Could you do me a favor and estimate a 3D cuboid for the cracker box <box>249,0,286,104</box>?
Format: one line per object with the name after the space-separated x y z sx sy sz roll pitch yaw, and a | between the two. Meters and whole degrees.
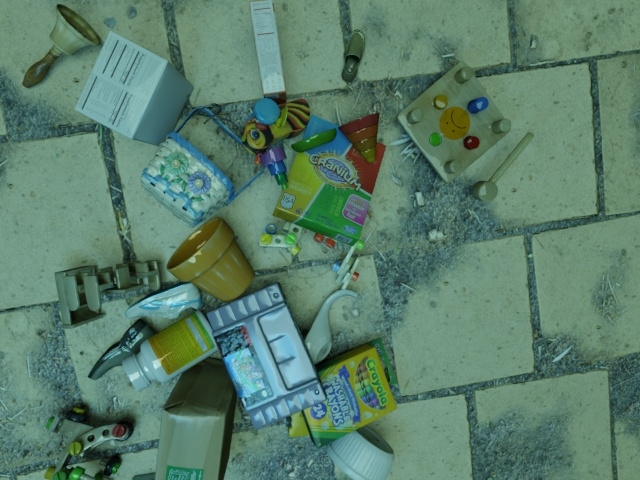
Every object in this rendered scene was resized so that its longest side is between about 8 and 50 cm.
-0.141 -0.504 1.142 0.067 0.156 0.232 -8 97 -3 | cracker box

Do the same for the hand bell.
-0.732 -0.503 1.138 0.242 0.126 0.126 -38 99 13 | hand bell

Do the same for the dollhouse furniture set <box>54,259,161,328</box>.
-0.608 0.156 1.174 0.242 0.212 0.161 -3 97 23 | dollhouse furniture set

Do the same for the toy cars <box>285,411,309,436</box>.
-0.134 0.428 1.303 0.176 0.087 0.394 -41 95 -15 | toy cars

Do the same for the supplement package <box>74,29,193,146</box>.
-0.464 -0.372 1.082 0.145 0.262 0.204 27 95 -7 | supplement package

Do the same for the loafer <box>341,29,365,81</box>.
0.099 -0.537 1.208 0.056 0.050 0.148 10 97 -6 | loafer

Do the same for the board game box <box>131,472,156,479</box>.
-0.475 0.899 1.335 0.223 0.097 0.304 -9 97 -3 | board game box

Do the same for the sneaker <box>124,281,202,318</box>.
-0.469 0.195 1.247 0.228 0.087 0.092 -19 101 0 | sneaker

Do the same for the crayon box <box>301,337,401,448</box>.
0.093 0.455 1.272 0.322 0.083 0.203 -20 89 -16 | crayon box

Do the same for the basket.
-0.323 -0.196 1.156 0.254 0.201 0.289 38 66 -8 | basket

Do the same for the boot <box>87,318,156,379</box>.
-0.568 0.370 1.268 0.246 0.083 0.161 -44 104 4 | boot

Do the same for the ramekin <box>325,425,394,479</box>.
0.130 0.654 1.297 0.207 0.207 0.109 33 84 -8 | ramekin

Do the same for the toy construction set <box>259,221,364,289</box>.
0.000 0.000 1.222 0.327 0.151 0.215 32 70 -15 | toy construction set

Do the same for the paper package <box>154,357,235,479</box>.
-0.344 0.552 1.190 0.168 0.309 0.325 9 98 -4 | paper package

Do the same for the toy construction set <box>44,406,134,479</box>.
-0.719 0.624 1.190 0.237 0.309 0.258 25 87 -2 | toy construction set

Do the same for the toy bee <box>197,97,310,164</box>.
-0.157 -0.291 1.149 0.298 0.195 0.162 -17 86 -6 | toy bee

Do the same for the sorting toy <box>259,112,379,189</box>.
0.021 -0.229 1.116 0.365 0.127 0.126 -26 102 -23 | sorting toy

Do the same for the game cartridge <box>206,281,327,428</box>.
-0.153 0.323 1.171 0.230 0.068 0.355 -24 88 -2 | game cartridge

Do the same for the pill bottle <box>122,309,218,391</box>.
-0.427 0.319 1.201 0.245 0.136 0.136 -29 99 -23 | pill bottle

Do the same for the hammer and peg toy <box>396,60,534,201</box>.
0.427 -0.305 1.226 0.266 0.127 0.361 -41 98 0 | hammer and peg toy

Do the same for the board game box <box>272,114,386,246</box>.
0.031 -0.172 1.177 0.242 0.064 0.317 20 68 -7 | board game box

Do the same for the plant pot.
-0.297 0.070 1.198 0.205 0.205 0.188 -40 114 2 | plant pot

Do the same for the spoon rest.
0.018 0.265 1.286 0.084 0.137 0.276 32 85 31 | spoon rest
